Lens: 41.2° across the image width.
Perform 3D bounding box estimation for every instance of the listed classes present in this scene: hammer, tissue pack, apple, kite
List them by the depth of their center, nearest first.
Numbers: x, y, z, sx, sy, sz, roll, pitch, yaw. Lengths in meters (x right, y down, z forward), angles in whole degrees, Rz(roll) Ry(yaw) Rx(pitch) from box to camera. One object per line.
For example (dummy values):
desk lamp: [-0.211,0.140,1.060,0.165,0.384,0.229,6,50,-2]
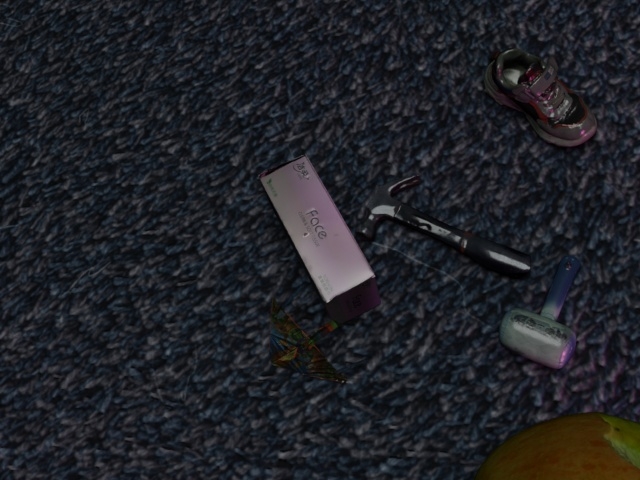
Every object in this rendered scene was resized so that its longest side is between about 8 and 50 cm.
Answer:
apple: [0.337,0.380,1.060,0.339,0.339,0.339,-3,67,8]
hammer: [0.359,0.100,1.328,0.116,0.069,0.194,22,64,18]
kite: [-0.027,0.164,1.338,0.160,0.010,0.183,-36,99,33]
tissue pack: [0.000,0.000,1.382,0.092,0.148,0.246,-28,67,-4]
hammer: [0.214,-0.014,1.410,0.290,0.037,0.137,24,75,19]

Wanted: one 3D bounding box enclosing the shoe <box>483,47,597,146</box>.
shoe: [0.374,-0.260,1.441,0.227,0.125,0.099,40,76,24]
